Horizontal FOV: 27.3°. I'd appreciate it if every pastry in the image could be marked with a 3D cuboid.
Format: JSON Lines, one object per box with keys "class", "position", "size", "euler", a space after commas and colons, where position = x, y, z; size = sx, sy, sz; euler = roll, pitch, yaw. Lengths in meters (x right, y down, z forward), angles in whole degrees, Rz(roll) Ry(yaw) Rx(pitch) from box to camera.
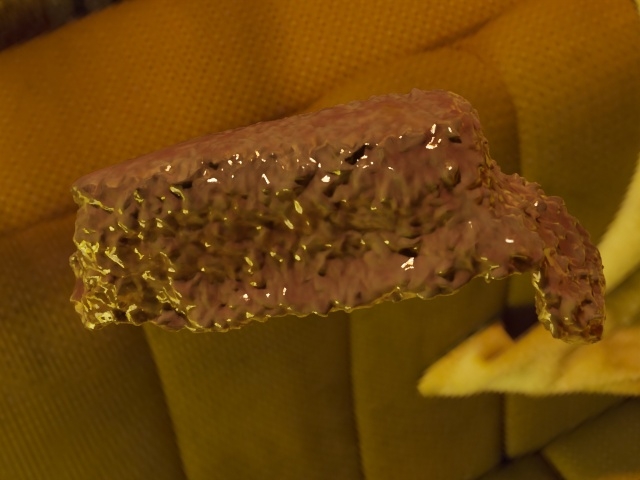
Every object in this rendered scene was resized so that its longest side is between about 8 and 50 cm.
{"class": "pastry", "position": [0.002, -0.012, 0.628], "size": [0.265, 0.103, 0.112], "euler": [0, 114, 6]}
